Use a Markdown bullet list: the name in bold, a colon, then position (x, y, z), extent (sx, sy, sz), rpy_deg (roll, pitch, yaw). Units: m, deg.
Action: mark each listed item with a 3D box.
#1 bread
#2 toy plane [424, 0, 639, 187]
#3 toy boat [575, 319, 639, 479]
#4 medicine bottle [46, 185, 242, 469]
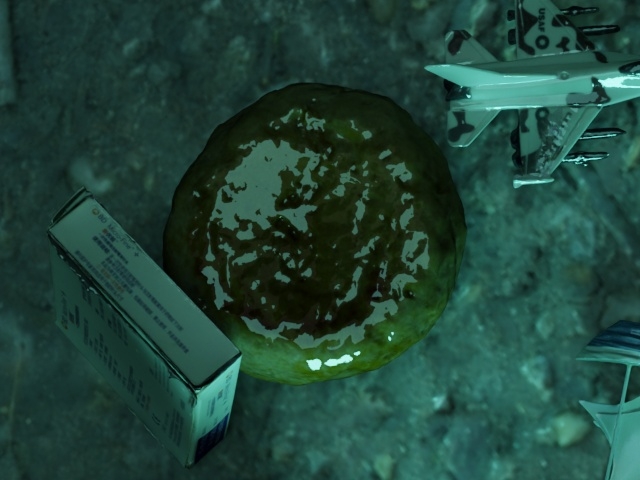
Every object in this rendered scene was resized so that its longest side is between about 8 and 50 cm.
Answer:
- **bread**: position (0.000, 0.000, 1.363), extent (0.230, 0.123, 0.230), rpy_deg (-2, 77, 9)
- **toy plane**: position (0.191, -0.116, 1.361), extent (0.234, 0.082, 0.160), rpy_deg (0, 75, -2)
- **toy boat**: position (0.245, 0.129, 1.341), extent (0.105, 0.034, 0.149), rpy_deg (-10, 83, 14)
- **medicine bottle**: position (-0.135, 0.072, 1.350), extent (0.052, 0.201, 0.171), rpy_deg (-39, 76, -19)
